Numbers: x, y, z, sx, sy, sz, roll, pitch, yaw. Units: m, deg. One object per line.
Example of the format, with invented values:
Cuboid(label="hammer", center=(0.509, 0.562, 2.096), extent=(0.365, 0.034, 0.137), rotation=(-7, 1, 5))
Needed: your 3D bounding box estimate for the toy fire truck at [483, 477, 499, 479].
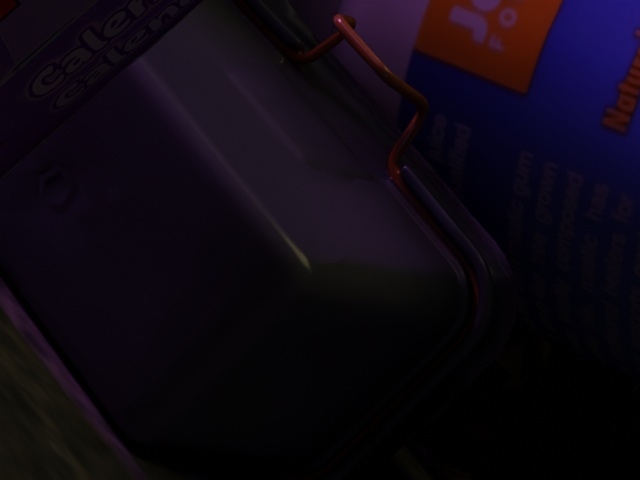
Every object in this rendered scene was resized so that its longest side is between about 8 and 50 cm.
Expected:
Cuboid(label="toy fire truck", center=(0.191, 0.175, 0.761), extent=(0.254, 0.169, 0.302), rotation=(21, 15, -19))

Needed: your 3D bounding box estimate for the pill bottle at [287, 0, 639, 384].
Cuboid(label="pill bottle", center=(0.097, -0.039, 0.519), extent=(0.272, 0.152, 0.152), rotation=(25, -8, 28))

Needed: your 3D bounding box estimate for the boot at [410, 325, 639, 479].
Cuboid(label="boot", center=(0.114, 0.080, 0.605), extent=(0.284, 0.138, 0.377), rotation=(27, 31, 25))

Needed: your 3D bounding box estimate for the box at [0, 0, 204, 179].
Cuboid(label="box", center=(-0.097, -0.177, 0.396), extent=(0.293, 0.201, 0.057), rotation=(49, 3, 8))

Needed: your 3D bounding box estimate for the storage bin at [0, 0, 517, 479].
Cuboid(label="storage bin", center=(-0.028, -0.012, 0.452), extent=(0.135, 0.098, 0.091), rotation=(51, 15, 19))
